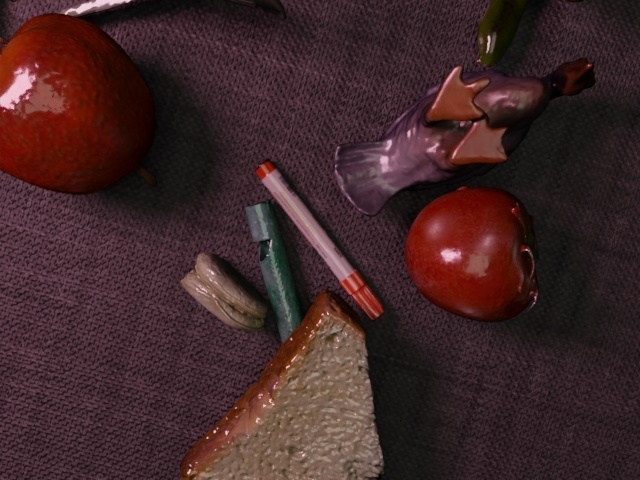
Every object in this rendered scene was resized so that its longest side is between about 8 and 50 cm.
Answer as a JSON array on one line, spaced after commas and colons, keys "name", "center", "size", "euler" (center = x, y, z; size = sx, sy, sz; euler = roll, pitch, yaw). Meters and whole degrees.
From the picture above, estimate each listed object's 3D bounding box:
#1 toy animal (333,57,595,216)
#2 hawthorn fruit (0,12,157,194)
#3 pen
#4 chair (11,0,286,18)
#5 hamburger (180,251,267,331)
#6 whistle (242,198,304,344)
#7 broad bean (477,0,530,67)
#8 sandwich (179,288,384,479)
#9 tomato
[{"name": "toy animal", "center": [0.160, -0.126, 0.761], "size": [0.298, 0.185, 0.122], "euler": [-29, 95, 24]}, {"name": "hawthorn fruit", "center": [-0.267, -0.130, 0.747], "size": [0.225, 0.196, 0.196], "euler": [39, 91, -28]}, {"name": "pen", "center": [0.000, 0.000, 0.831], "size": [0.028, 0.028, 0.239], "euler": [-37, 94, 0]}, {"name": "chair", "center": [-0.185, -0.320, 0.724], "size": [0.275, 0.203, 0.190], "euler": [-7, 98, 3]}, {"name": "hamburger", "center": [-0.109, 0.067, 0.803], "size": [0.121, 0.084, 0.054], "euler": [41, 89, -6]}, {"name": "whistle", "center": [-0.053, 0.043, 0.827], "size": [0.039, 0.039, 0.186], "euler": [-16, 95, -1]}, {"name": "broad bean", "center": [0.255, -0.308, 0.817], "size": [0.069, 0.039, 0.227], "euler": [42, 88, -1]}, {"name": "sandwich", "center": [0.012, 0.238, 0.791], "size": [0.254, 0.099, 0.288], "euler": [37, 94, -4]}, {"name": "tomato", "center": [0.176, 0.020, 0.783], "size": [0.168, 0.167, 0.167], "euler": [0, 93, -2]}]
